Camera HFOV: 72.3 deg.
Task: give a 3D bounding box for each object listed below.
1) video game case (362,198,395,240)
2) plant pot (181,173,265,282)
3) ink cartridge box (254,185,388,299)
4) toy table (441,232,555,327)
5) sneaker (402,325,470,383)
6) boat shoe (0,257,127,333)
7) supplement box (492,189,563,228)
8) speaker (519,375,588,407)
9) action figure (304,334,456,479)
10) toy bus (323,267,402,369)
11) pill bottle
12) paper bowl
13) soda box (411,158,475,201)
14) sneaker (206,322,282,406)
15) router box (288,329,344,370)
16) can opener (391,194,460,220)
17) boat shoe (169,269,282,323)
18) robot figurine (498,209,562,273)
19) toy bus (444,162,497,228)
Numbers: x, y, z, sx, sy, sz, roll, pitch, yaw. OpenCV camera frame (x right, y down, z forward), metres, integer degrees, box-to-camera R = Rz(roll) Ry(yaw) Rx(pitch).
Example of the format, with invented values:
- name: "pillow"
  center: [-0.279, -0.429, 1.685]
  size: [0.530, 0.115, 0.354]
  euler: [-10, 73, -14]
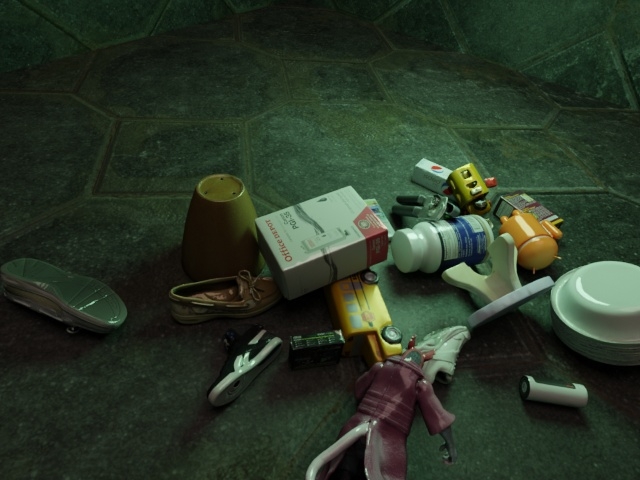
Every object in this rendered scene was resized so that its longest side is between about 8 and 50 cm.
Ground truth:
- name: "video game case"
  center: [0.114, -0.059, 1.417]
  size: [0.213, 0.023, 0.193]
  euler: [-8, 45, -16]
- name: "plant pot"
  center: [-0.264, -0.042, 1.170]
  size: [0.238, 0.254, 0.237]
  euler: [4, 43, -4]
- name: "ink cartridge box"
  center: [0.000, 0.000, 1.117]
  size: [0.283, 0.117, 0.207]
  euler: [-21, 48, -15]
- name: "toy table"
  center: [0.464, 0.109, 1.159]
  size: [0.275, 0.252, 0.160]
  euler: [-12, 63, -35]
- name: "sneaker"
  center: [0.290, 0.280, 1.053]
  size: [0.232, 0.090, 0.115]
  euler: [-14, 77, -38]
- name: "boat shoe"
  center: [-0.611, 0.145, 1.041]
  size: [0.321, 0.103, 0.118]
  euler: [21, 25, 5]
- name: "supplement box"
  center: [0.703, -0.081, 1.491]
  size: [0.104, 0.080, 0.188]
  euler: [-20, 50, -26]
- name: "speaker"
  center: [0.543, 0.354, 1.022]
  size: [0.136, 0.055, 0.055]
  euler: [9, 43, 1]
- name: "action figure"
  center: [0.104, 0.324, 0.812]
  size: [0.248, 0.275, 0.370]
  euler: [6, 54, 39]
- name: "toy bus"
  center: [0.095, 0.176, 1.099]
  size: [0.130, 0.108, 0.332]
  euler: [-4, 44, -13]
- name: "pill bottle"
  center: [0.353, 0.013, 1.283]
  size: [0.265, 0.153, 0.153]
  euler: [-8, 45, -17]
- name: "paper bowl"
  center: [0.747, 0.163, 1.121]
  size: [0.285, 0.148, 0.284]
  euler: [-15, 34, 11]
- name: "soda box"
  center: [0.447, -0.217, 1.602]
  size: [0.216, 0.073, 0.069]
  euler: [31, 47, 23]
- name: "sneaker"
  center: [-0.198, 0.268, 0.985]
  size: [0.121, 0.079, 0.217]
  euler: [28, 38, 24]
- name: "router box"
  center: [-0.011, 0.254, 1.011]
  size: [0.123, 0.092, 0.038]
  euler: [-4, 44, -14]
- name: "can opener"
  center: [0.324, -0.096, 1.362]
  size: [0.095, 0.075, 0.283]
  euler: [24, -1, -17]
- name: "boat shoe"
  center: [-0.230, 0.138, 1.101]
  size: [0.286, 0.089, 0.104]
  euler: [-12, 46, -21]
- name: "robot figurine"
  center: [0.642, 0.004, 1.361]
  size: [0.158, 0.128, 0.219]
  euler: [-2, 43, -15]
- name: "toy bus"
  center: [0.506, -0.155, 1.458]
  size: [0.202, 0.104, 0.190]
  euler: [18, 79, 10]
